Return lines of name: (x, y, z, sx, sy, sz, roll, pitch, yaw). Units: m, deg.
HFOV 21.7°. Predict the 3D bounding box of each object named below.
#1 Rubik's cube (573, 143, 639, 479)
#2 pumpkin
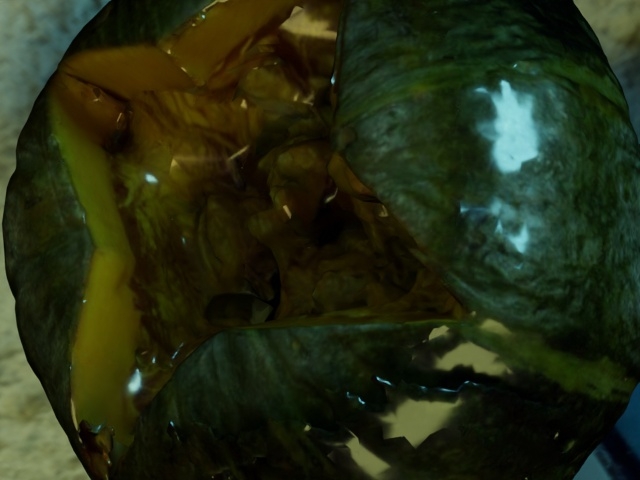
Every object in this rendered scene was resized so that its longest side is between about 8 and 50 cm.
Rubik's cube: (0.198, 0.145, 0.866, 0.310, 0.305, 0.307, -3, 144, 40)
pumpkin: (0.000, 0.000, 0.749, 0.320, 0.320, 0.192, -39, 148, 18)
